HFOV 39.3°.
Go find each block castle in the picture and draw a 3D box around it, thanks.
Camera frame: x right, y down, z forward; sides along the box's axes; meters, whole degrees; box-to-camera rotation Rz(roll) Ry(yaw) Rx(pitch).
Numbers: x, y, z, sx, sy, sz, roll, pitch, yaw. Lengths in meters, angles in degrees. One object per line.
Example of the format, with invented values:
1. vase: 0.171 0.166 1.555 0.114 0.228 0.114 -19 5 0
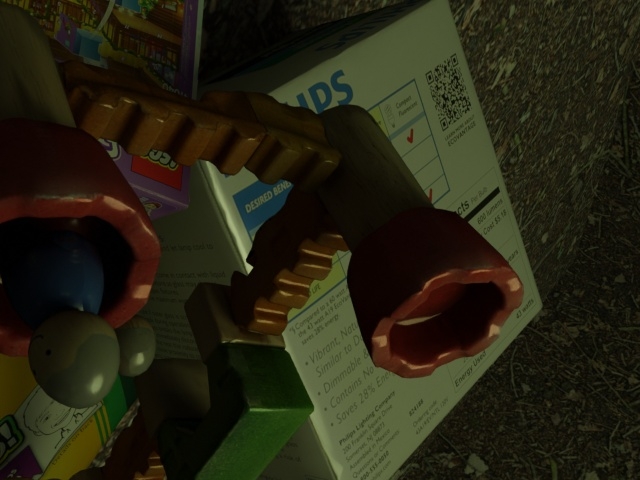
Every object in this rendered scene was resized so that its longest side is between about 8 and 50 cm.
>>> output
1. block castle: -0.133 0.123 0.500 0.303 0.212 0.453 11 128 -38

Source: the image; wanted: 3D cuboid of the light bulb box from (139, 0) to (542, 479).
1. light bulb box: 0.000 0.000 0.876 0.358 0.225 0.360 -38 115 -39

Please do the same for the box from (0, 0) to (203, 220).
1. box: -0.193 -0.145 0.492 0.293 0.057 0.200 22 61 -44

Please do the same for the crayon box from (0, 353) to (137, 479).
1. crayon box: -0.338 0.189 0.761 0.362 0.106 0.313 -56 155 -9
